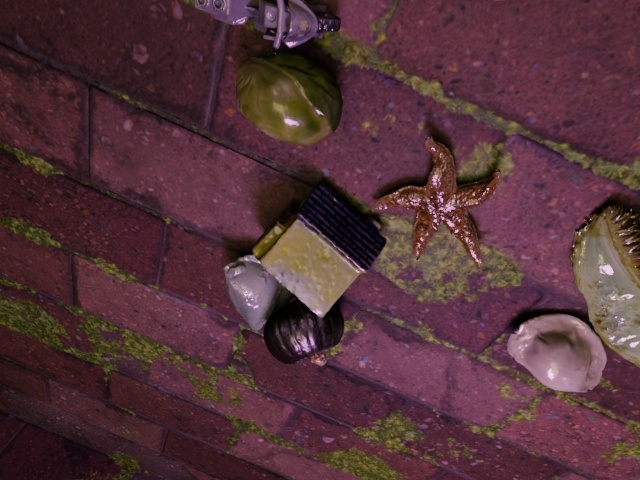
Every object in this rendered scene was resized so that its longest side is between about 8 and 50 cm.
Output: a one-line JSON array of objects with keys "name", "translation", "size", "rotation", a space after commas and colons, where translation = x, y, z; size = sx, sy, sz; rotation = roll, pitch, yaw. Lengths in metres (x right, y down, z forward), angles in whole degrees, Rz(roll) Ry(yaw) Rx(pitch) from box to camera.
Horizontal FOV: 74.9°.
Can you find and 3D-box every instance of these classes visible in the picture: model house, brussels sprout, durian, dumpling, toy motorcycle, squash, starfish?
[{"name": "model house", "translation": [0.000, 0.000, 0.839], "size": [0.194, 0.170, 0.211], "rotation": [42, 97, -7]}, {"name": "brussels sprout", "translation": [-0.052, -0.227, 0.667], "size": [0.183, 0.145, 0.131], "rotation": [26, 102, -10]}, {"name": "durian", "translation": [0.593, 0.089, 0.754], "size": [0.394, 0.163, 0.198], "rotation": [53, 161, -17]}, {"name": "dumpling", "translation": [-0.138, 0.124, 0.964], "size": [0.149, 0.105, 0.217], "rotation": [3, 125, 14]}, {"name": "toy motorcycle", "translation": [-0.081, -0.327, 0.606], "size": [0.215, 0.122, 0.080], "rotation": [15, 123, 5]}, {"name": "squash", "translation": [-0.039, 0.204, 0.949], "size": [0.193, 0.193, 0.156], "rotation": [-3, 84, 18]}, {"name": "starfish", "translation": [0.213, -0.060, 0.757], "size": [0.235, 0.062, 0.277], "rotation": [-17, 121, 27]}, {"name": "dumpling", "translation": [0.498, 0.228, 0.861], "size": [0.181, 0.111, 0.155], "rotation": [11, 110, -20]}]
